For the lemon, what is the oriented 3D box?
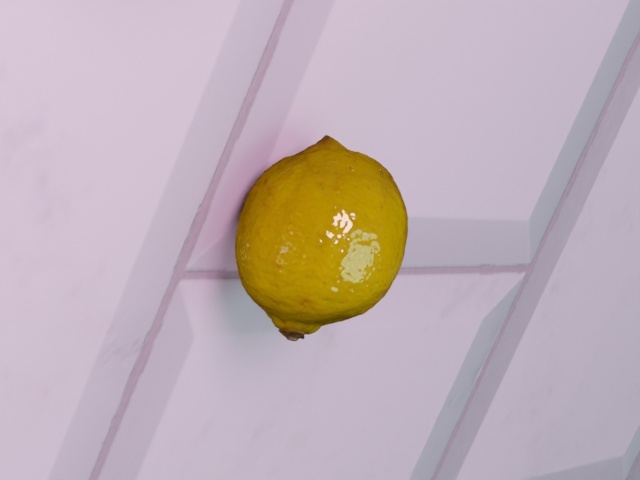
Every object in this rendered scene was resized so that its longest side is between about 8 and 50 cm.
[{"bbox_3d":[0.000,0.000,1.124,0.109,0.109,0.133,12,92,-59],"label":"lemon"}]
